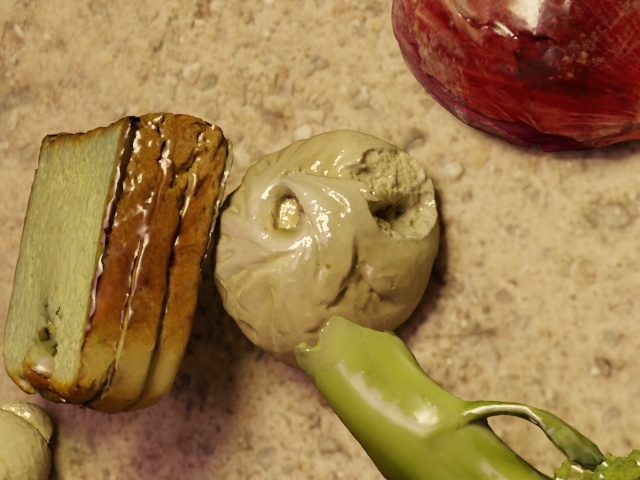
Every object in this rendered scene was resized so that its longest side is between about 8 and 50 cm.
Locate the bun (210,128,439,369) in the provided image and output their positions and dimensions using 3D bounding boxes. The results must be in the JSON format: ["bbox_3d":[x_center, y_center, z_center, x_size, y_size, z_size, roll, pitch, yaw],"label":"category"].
[{"bbox_3d":[0.000,0.000,1.337,0.193,0.128,0.178,-35,59,19],"label":"bun"}]

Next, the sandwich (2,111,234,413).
[{"bbox_3d":[-0.185,0.022,1.410,0.273,0.095,0.249,-3,73,64],"label":"sandwich"}]

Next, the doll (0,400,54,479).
[{"bbox_3d":[-0.292,0.285,1.459,0.175,0.149,0.278,-19,77,-6],"label":"doll"}]

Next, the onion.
[{"bbox_3d":[0.173,-0.179,1.275,0.283,0.120,0.227,43,107,34],"label":"onion"}]

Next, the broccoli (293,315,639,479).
[{"bbox_3d":[0.138,0.199,1.166,0.302,0.186,0.254,40,141,35],"label":"broccoli"}]
